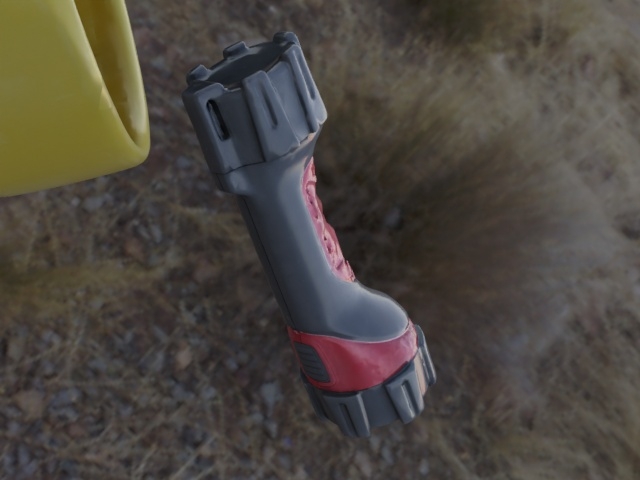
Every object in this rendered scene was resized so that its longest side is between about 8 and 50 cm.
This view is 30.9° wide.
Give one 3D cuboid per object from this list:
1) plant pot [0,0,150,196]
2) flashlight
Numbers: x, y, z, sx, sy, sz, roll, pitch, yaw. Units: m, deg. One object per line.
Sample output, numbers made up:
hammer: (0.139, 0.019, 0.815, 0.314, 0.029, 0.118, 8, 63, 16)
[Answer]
plant pot: (-0.233, -0.130, 0.576, 0.254, 0.239, 0.254, 164, -90, -90)
flashlight: (0.000, 0.000, 0.838, 0.103, 0.103, 0.304, -96, 169, -61)
